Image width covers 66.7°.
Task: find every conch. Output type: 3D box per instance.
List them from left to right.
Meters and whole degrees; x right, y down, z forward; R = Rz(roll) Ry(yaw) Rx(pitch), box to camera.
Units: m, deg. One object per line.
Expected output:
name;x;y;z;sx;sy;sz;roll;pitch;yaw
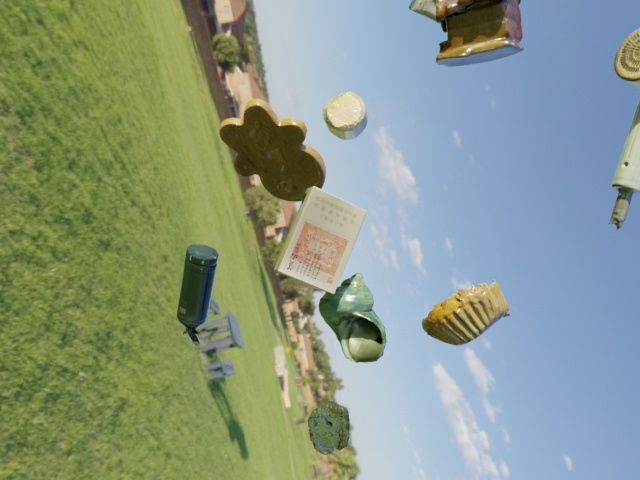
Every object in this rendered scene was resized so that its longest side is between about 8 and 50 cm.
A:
conch;0.080;0.180;1.150;0.176;0.122;0.188;5;-63;50

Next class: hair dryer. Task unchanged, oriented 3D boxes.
hair dryer;0.582;-0.182;0.868;0.108;0.173;0.357;23;-86;65

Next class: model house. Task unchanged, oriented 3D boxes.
model house;0.384;-0.553;1.175;0.220;0.200;0.229;-28;114;-65

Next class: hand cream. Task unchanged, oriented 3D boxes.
hand cream;0.393;-0.721;1.549;0.080;0.234;0.050;-63;-159;17

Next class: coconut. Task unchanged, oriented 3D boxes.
coconut;0.085;-0.412;1.619;0.153;0.147;0.146;9;69;-80

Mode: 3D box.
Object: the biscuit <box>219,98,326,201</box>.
biscuit;-0.131;-0.258;1.464;0.355;0.275;0.052;41;37;-27

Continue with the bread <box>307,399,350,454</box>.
bread;0.027;0.571;1.497;0.087;0.128;0.231;-98;-177;-49

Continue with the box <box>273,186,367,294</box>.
box;0.000;0.000;1.059;0.201;0.141;0.058;-66;-165;-7

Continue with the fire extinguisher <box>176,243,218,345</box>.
fire extinguisher;-0.376;0.170;1.480;0.115;0.095;0.311;31;-62;28

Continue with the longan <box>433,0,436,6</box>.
longan;0.403;-0.696;1.326;0.196;0.197;0.220;91;6;-75

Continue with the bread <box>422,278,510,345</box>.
bread;0.445;0.226;1.491;0.149;0.274;0.274;57;-10;18
